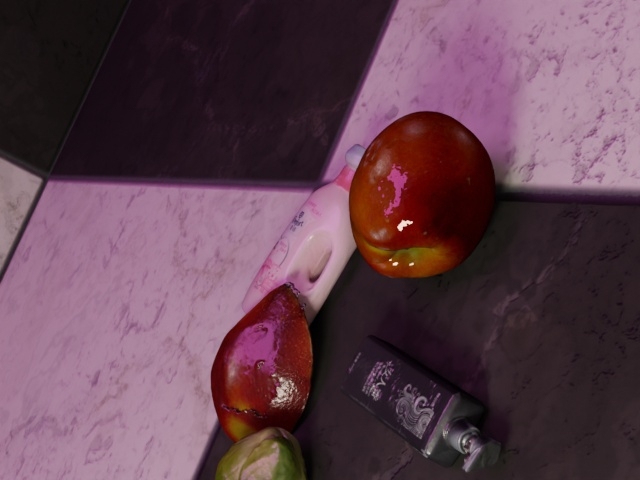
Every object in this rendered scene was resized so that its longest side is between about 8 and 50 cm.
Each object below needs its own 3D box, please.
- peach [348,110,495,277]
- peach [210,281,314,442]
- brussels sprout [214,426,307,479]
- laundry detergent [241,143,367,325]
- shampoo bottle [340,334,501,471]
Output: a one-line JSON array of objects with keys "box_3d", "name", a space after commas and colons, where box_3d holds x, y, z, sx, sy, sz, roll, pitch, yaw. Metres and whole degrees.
[{"box_3d": [0.141, -0.065, 1.720, 0.243, 0.200, 0.243, -56, 19, 31], "name": "peach"}, {"box_3d": [-0.096, 0.199, 1.898, 0.189, 0.068, 0.279, 17, 99, 35], "name": "peach"}, {"box_3d": [-0.086, 0.356, 1.788, 0.155, 0.117, 0.155, -22, 39, 18], "name": "brussels sprout"}, {"box_3d": [0.000, 0.000, 1.976, 0.335, 0.088, 0.159, -57, 42, 4], "name": "laundry detergent"}, {"box_3d": [0.138, 0.224, 1.616, 0.098, 0.071, 0.309, -59, 33, -2], "name": "shampoo bottle"}]
